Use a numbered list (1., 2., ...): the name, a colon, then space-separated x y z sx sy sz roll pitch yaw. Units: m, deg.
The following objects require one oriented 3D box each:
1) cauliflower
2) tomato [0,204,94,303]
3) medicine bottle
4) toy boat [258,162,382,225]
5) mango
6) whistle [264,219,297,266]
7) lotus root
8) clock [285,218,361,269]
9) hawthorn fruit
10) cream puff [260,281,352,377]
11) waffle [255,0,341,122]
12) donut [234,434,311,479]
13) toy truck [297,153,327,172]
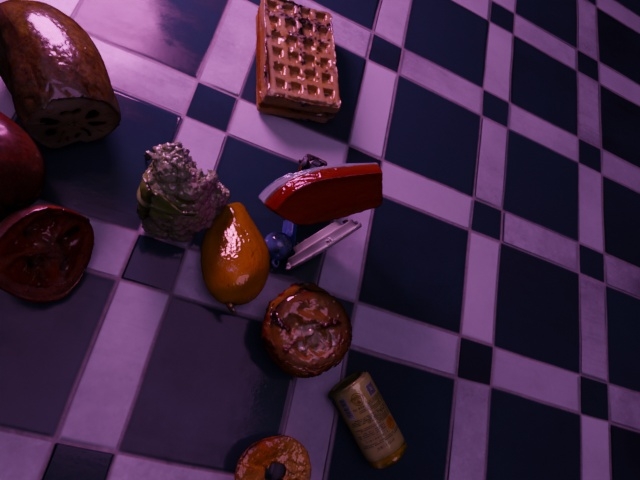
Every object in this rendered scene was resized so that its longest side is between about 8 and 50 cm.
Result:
1. cauliflower: -0.368 -0.143 1.160 0.239 0.256 0.315 -26 54 -10
2. tomato: -0.617 0.019 1.016 0.101 0.228 0.228 25 58 29
3. medicine bottle: 0.128 0.470 1.208 0.124 0.124 0.239 -27 86 -28
4. toy boat: 0.000 -0.135 1.253 0.332 0.133 0.145 -13 122 -15
5. mango: -0.221 0.037 1.200 0.176 0.119 0.317 -7 63 -7
6. whistle: -0.115 -0.001 1.278 0.090 0.090 0.158 13 67 -18
7. lotus root: -0.643 -0.410 1.108 0.250 0.250 0.346 -26 78 -27
8. clock: 0.000 0.000 1.238 0.236 0.236 0.053 -31 93 -28
9. hawthorn fruit: -0.748 -0.154 0.939 0.325 0.308 0.308 39 60 -33
10. cream puff: -0.040 0.229 1.193 0.240 0.164 0.240 1 87 -16
11. waffle: -0.071 -0.570 1.465 0.261 0.114 0.376 4 72 -21
12. donut: -0.119 0.554 1.102 0.190 0.074 0.174 -27 84 -32
13. toy truck: -0.047 -0.150 1.354 0.083 0.092 0.192 22 74 -15
